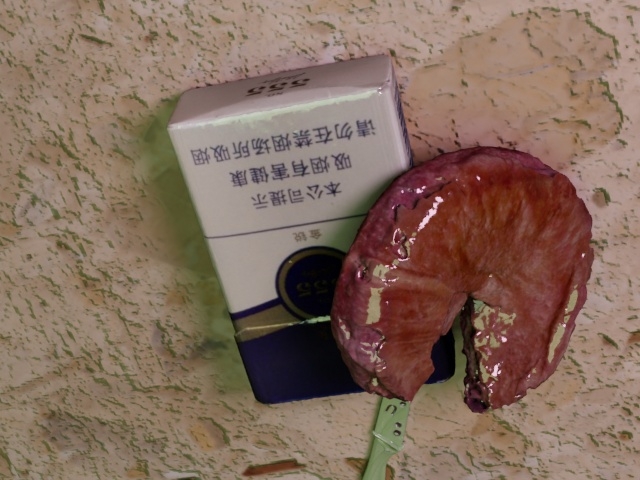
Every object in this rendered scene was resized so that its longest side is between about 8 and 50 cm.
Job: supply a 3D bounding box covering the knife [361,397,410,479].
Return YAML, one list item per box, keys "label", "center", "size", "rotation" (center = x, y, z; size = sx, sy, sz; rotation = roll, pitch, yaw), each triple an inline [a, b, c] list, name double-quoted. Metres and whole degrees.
- label: "knife"
  center: [0.057, 0.182, 1.030]
  size: [0.030, 0.014, 0.207]
  rotation: [12, 121, 3]

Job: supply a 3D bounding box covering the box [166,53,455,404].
- label: "box"
  center: [0.000, 0.000, 0.895]
  size: [0.168, 0.071, 0.259]
  rotation: [-10, 118, 12]

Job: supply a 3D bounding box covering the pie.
- label: "pie"
  center: [0.109, 0.033, 0.854]
  size: [0.218, 0.054, 0.205]
  rotation: [-3, 111, -30]
